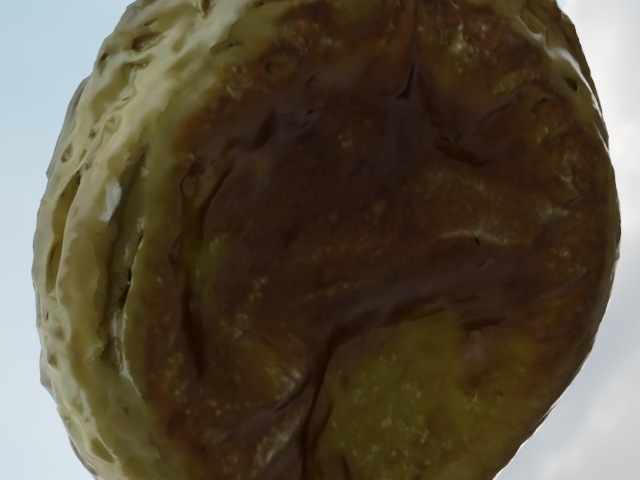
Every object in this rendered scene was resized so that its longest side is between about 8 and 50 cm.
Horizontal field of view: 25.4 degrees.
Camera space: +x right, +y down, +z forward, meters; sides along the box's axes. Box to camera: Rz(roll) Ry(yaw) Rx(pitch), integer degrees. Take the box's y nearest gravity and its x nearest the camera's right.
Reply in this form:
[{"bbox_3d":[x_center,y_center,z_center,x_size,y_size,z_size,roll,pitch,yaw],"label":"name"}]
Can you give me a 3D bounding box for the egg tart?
[{"bbox_3d":[0.000,0.000,0.929,0.443,0.178,0.443,-10,-71,-31],"label":"egg tart"}]
